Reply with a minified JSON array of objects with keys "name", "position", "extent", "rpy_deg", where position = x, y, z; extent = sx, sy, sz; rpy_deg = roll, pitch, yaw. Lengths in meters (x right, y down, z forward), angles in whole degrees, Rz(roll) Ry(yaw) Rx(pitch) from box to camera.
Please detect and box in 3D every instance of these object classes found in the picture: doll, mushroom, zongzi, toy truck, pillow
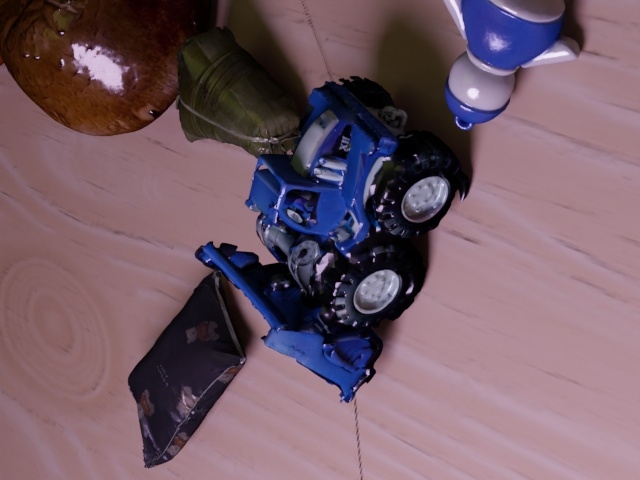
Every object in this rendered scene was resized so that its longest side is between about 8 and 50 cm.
[{"name":"doll","position":[0.113,-0.125,1.178],"extent":[0.099,0.057,0.143],"rpy_deg":[27,129,8]},{"name":"mushroom","position":[-0.187,-0.200,1.522],"extent":[0.231,0.138,0.194],"rpy_deg":[52,128,40]},{"name":"zongzi","position":[-0.053,-0.074,1.432],"extent":[0.154,0.062,0.130],"rpy_deg":[46,148,25]},{"name":"toy truck","position":[0.000,0.000,1.276],"extent":[0.113,0.126,0.208],"rpy_deg":[46,125,44]},{"name":"pillow","position":[-0.106,0.105,1.483],"extent":[0.150,0.048,0.090],"rpy_deg":[-53,58,33]}]

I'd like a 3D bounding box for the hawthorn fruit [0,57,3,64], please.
[{"name":"hawthorn fruit","position":[-0.376,-0.246,1.736],"extent":[0.299,0.211,0.211],"rpy_deg":[8,96,63]}]
